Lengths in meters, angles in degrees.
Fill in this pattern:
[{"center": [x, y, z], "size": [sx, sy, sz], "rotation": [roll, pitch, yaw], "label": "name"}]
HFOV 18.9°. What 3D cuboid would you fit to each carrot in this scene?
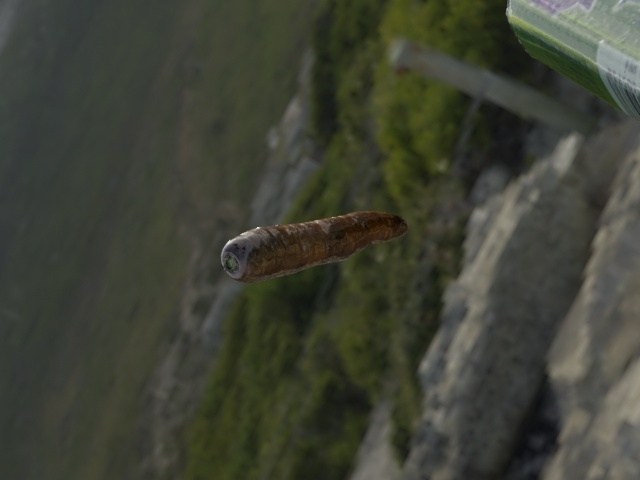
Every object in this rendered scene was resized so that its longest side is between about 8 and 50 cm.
[{"center": [0.001, 0.001, 1.278], "size": [0.036, 0.165, 0.035], "rotation": [15, 111, 47], "label": "carrot"}]

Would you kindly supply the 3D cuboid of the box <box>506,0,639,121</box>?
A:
[{"center": [0.268, -0.145, 1.429], "size": [0.134, 0.097, 0.345], "rotation": [-37, 27, -4], "label": "box"}]
